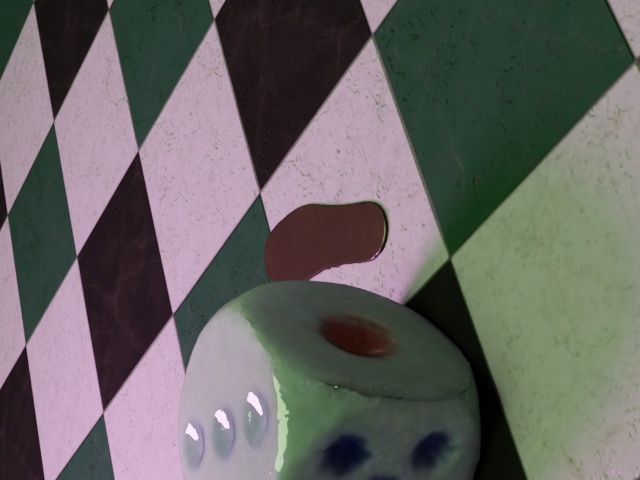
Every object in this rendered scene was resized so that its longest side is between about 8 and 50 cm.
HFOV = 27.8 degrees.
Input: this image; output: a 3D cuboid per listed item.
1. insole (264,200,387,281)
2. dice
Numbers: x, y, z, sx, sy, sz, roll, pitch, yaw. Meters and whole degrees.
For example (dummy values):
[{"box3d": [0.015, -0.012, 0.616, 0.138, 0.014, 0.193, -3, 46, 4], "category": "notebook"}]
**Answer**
[{"box3d": [0.000, 0.000, 1.777, 0.328, 0.007, 0.111, -12, 77, 58], "category": "insole"}, {"box3d": [0.005, 0.216, 1.488, 0.268, 0.265, 0.262, 48, 127, 50], "category": "dice"}]
